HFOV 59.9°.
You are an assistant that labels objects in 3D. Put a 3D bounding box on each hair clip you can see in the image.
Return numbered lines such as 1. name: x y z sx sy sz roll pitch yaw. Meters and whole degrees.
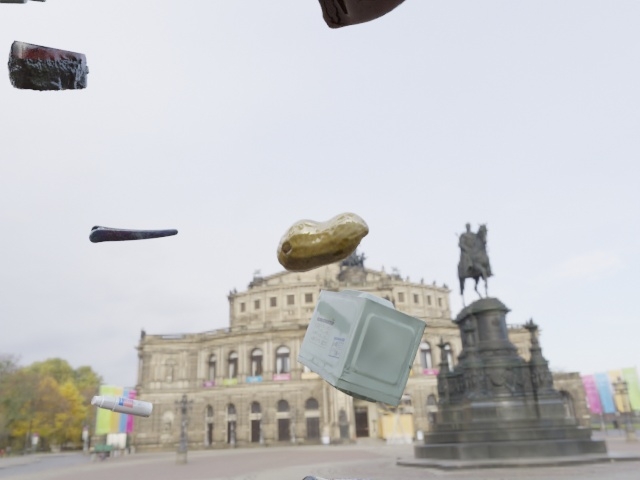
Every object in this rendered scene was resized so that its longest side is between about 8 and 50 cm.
1. hair clip: -0.604 -0.018 1.809 0.274 0.048 0.083 1 13 -17

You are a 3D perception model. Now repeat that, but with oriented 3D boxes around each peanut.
1. peanut: 0.000 0.000 1.250 0.236 0.120 0.110 -22 -18 29

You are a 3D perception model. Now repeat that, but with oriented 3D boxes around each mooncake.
1. mooncake: 0.075 -0.626 1.198 0.333 0.326 0.174 1 -27 33

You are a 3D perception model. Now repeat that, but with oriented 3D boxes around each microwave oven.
1. microwave oven: 0.064 0.171 0.931 0.122 0.163 0.208 23 -8 -17

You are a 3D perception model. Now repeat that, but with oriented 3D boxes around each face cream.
1. face cream: -0.445 0.370 1.244 0.130 0.034 0.034 22 -29 -31

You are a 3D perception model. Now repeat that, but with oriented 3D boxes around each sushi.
1. sushi: -0.771 -0.485 1.572 0.136 0.127 0.225 17 17 23

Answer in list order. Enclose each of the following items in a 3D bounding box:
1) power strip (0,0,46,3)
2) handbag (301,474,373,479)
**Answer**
1. power strip: -0.716 -0.594 1.180 0.229 0.141 0.261 28 31 19
2. handbag: 0.036 0.577 1.055 0.181 0.255 0.181 13 -57 -25
